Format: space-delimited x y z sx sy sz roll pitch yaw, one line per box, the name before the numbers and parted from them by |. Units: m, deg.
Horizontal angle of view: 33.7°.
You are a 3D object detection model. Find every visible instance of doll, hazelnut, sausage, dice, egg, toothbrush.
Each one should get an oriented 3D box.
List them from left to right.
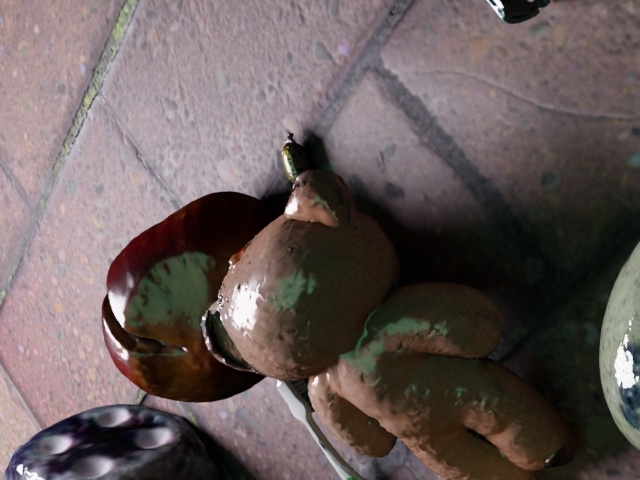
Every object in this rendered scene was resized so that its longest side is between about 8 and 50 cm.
dice | -0.227 0.296 1.157 0.182 0.183 0.182 11 114 44
hazelnut | -0.104 0.047 0.966 0.178 0.178 0.204 39 124 28
sausage | 0.000 0.000 0.933 0.028 0.025 0.198 -12 96 44
toothbrush | 0.052 0.248 0.972 0.304 0.030 0.030 54 135 15
doll | 0.065 0.081 0.846 0.303 0.156 0.201 35 124 -6
egg | 0.241 0.057 0.635 0.141 0.141 0.182 13 105 41

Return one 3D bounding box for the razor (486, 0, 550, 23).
razor | 0.161 -0.255 0.657 0.106 0.068 0.232 53 130 15
